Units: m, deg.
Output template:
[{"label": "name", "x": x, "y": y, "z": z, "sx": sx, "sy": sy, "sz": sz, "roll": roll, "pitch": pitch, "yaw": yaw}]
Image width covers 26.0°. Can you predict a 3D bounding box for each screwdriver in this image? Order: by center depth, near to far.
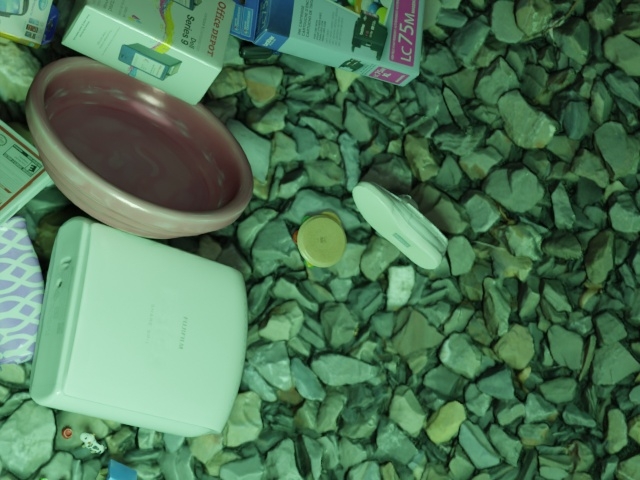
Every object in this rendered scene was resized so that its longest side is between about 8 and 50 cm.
[{"label": "screwdriver", "x": -0.045, "y": -0.292, "z": 2.115, "sx": 0.170, "sy": 0.025, "sz": 0.024, "roll": -7, "pitch": 85, "yaw": -23}]

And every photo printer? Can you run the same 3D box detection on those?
[{"label": "photo printer", "x": -0.231, "y": 0.128, "z": 1.891, "sx": 0.308, "sy": 0.107, "sz": 0.256, "roll": 21, "pitch": 69, "yaw": -39}]

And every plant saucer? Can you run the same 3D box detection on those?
[{"label": "plant saucer", "x": -0.254, "y": -0.117, "z": 1.891, "sx": 0.332, "sy": 0.084, "sz": 0.332, "roll": 25, "pitch": 31, "yaw": -16}]

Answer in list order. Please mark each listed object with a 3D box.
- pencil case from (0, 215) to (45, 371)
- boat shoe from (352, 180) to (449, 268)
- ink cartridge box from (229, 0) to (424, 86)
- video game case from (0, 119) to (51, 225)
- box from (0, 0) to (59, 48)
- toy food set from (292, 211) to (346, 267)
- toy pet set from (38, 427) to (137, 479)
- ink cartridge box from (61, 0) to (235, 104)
[{"label": "pencil case", "x": -0.415, "y": 0.069, "z": 1.871, "sx": 0.086, "sy": 0.088, "sz": 0.206, "roll": -11, "pitch": 88, "yaw": -16}, {"label": "boat shoe", "x": 0.128, "y": -0.036, "z": 2.131, "sx": 0.184, "sy": 0.066, "sz": 0.063, "roll": 40, "pitch": 59, "yaw": -12}, {"label": "ink cartridge box", "x": 0.011, "y": -0.364, "z": 2.120, "sx": 0.311, "sy": 0.065, "sz": 0.185, "roll": 12, "pitch": 70, "yaw": -19}, {"label": "video game case", "x": -0.518, "y": -0.062, "z": 1.830, "sx": 0.204, "sy": 0.025, "sz": 0.285, "roll": 38, "pitch": 65, "yaw": 14}, {"label": "box", "x": -0.436, "y": -0.325, "z": 1.953, "sx": 0.136, "sy": 0.028, "sz": 0.081, "roll": 16, "pitch": 76, "yaw": -18}, {"label": "toy food set", "x": 0.000, "y": 0.000, "z": 2.093, "sx": 0.083, "sy": 0.020, "sz": 0.083, "roll": -16, "pitch": 89, "yaw": -24}, {"label": "toy pet set", "x": -0.313, "y": 0.326, "z": 1.880, "sx": 0.114, "sy": 0.065, "sz": 0.122, "roll": 31, "pitch": 64, "yaw": -21}, {"label": "ink cartridge box", "x": -0.240, "y": -0.309, "z": 1.971, "sx": 0.212, "sy": 0.093, "sz": 0.154, "roll": 26, "pitch": 47, "yaw": -19}]
